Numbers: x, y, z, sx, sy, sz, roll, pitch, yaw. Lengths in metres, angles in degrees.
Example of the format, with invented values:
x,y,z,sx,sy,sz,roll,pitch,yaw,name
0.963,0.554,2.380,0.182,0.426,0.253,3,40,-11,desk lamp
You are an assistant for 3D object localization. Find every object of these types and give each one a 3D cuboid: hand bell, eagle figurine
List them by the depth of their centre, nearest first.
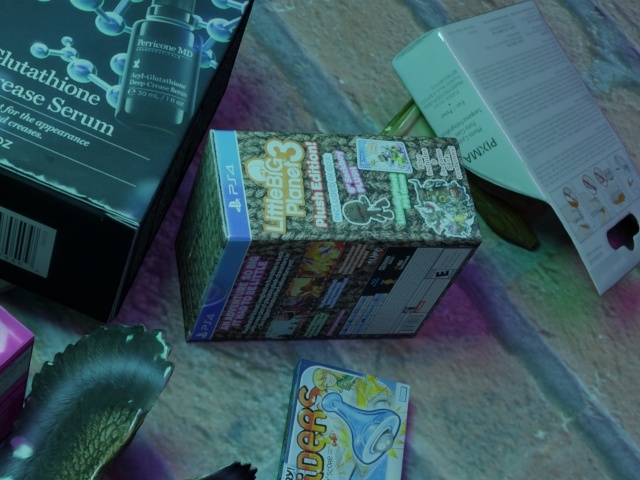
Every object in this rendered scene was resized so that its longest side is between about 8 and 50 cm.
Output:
x,y,z,sx,sy,sz,roll,pitch,yaw,name
-0.224,0.258,1.220,0.225,0.226,0.298,23,42,16,eagle figurine
0.187,-0.075,1.642,0.242,0.126,0.126,39,55,-7,hand bell

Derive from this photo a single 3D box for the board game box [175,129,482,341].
x,y,z,sx,sy,sz,roll,pitch,yaw,name
0.000,0.000,1.440,0.291,0.232,0.141,1,58,-18,board game box

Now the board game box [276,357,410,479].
x,y,z,sx,sy,sz,roll,pitch,yaw,name
0.024,0.241,1.415,0.136,0.035,0.201,14,56,-9,board game box

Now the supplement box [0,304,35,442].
x,y,z,sx,sy,sz,roll,pitch,yaw,name
-0.364,0.139,1.240,0.111,0.220,0.114,38,55,8,supplement box

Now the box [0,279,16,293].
x,y,z,sx,sy,sz,roll,pitch,yaw,name
-0.361,-0.043,1.456,0.231,0.056,0.183,-26,70,-29,box

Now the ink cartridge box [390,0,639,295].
x,y,z,sx,sy,sz,roll,pitch,yaw,name
0.288,-0.120,1.652,0.308,0.091,0.385,-27,86,-55,ink cartridge box

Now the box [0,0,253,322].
x,y,z,sx,sy,sz,roll,pitch,yaw,name
-0.277,-0.161,1.395,0.294,0.212,0.395,23,53,-3,box
